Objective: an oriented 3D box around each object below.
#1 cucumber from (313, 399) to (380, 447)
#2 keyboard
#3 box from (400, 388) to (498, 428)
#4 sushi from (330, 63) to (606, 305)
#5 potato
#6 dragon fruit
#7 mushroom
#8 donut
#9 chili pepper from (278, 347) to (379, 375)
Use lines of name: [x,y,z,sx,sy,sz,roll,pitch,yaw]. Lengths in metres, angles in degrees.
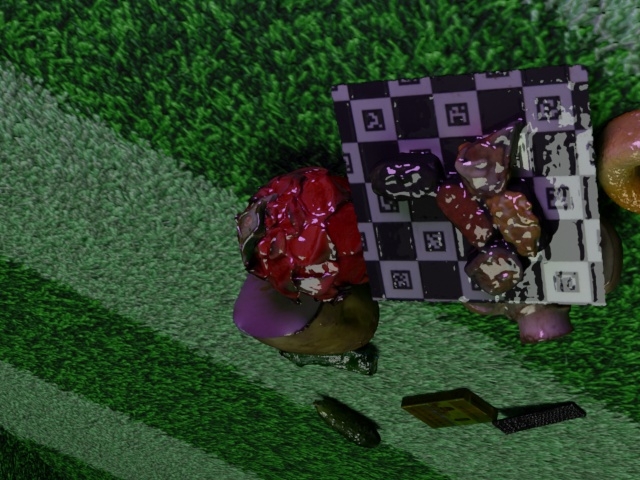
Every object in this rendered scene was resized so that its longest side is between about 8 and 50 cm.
cucumber: [0.065,0.456,2.418,0.227,0.069,0.069,38,144,-29]
keyboard: [0.477,0.391,2.123,0.204,0.013,0.061,-23,132,37]
box: [0.294,0.387,2.221,0.121,0.030,0.193,36,145,-30]
sushi: [0.191,-0.052,1.326,0.359,0.064,0.343,0,114,28]
potato: [-0.003,0.125,1.771,0.229,0.229,0.266,-6,151,34]
dragon fruit: [0.000,0.000,1.558,0.234,0.233,0.293,-12,154,40]
mushroom: [0.337,0.053,1.466,0.254,0.195,0.189,-15,171,26]
donut: [0.458,-0.093,1.286,0.190,0.074,0.174,25,149,-14]
chili pepper: [0.014,0.247,2.097,0.224,0.061,0.098,6,153,21]
